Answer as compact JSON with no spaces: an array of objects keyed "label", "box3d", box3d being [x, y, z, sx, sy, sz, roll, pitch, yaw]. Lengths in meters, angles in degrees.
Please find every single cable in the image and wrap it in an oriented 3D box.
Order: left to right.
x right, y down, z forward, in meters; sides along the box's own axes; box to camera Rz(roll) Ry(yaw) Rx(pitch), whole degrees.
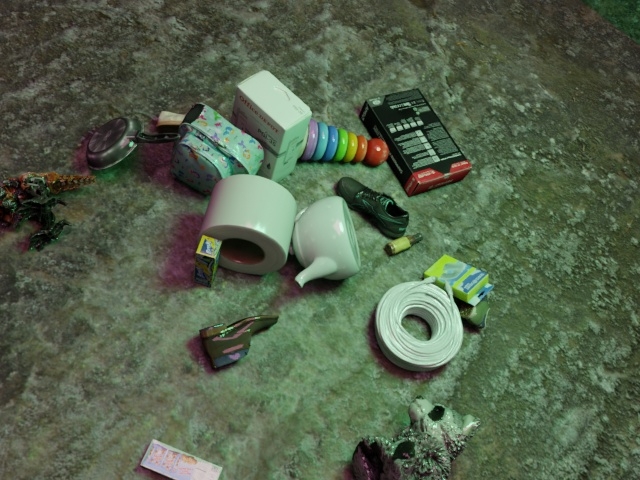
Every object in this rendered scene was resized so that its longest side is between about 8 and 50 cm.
[{"label":"cable","box3d":[0.273,0.239,1.722,0.256,0.089,0.257,-7,64,-16]}]

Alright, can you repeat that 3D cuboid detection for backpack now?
[{"label":"backpack","box3d":[-0.300,-0.244,1.776,0.253,0.225,0.191,27,59,-10]}]

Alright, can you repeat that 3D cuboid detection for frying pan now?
[{"label":"frying pan","box3d":[-0.553,-0.268,1.720,0.326,0.053,0.197,22,68,41]}]

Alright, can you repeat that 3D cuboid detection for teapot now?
[{"label":"teapot","box3d":[0.000,0.000,1.731,0.186,0.256,0.253,-13,83,10]}]

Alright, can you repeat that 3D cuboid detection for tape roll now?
[{"label":"tape roll","box3d":[-0.196,-0.039,1.667,0.246,0.246,0.169,15,56,-7]}]

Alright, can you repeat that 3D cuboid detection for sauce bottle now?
[{"label":"sauce bottle","box3d":[0.260,0.008,1.888,0.128,0.042,0.042,-20,67,-24]}]

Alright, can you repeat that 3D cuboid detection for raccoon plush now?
[{"label":"raccoon plush","box3d":[0.254,0.612,1.488,0.299,0.216,0.447,-3,89,-33]}]

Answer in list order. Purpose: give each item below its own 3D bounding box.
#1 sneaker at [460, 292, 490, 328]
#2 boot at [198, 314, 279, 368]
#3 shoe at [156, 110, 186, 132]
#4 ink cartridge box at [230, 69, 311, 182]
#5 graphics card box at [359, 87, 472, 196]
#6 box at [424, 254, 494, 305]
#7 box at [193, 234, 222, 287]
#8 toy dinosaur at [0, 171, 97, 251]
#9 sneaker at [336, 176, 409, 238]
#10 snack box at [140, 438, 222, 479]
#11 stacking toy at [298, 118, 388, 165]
[{"label":"sneaker","box3d":[0.470,0.183,1.837,0.086,0.064,0.192,43,41,-18]},{"label":"boot","box3d":[-0.203,0.259,1.603,0.219,0.082,0.106,-10,85,-26]},{"label":"shoe","box3d":[-0.397,-0.364,1.906,0.218,0.077,0.058,5,64,-11]},{"label":"ink cartridge box","box3d":[-0.162,-0.328,1.827,0.207,0.283,0.117,43,58,12]},{"label":"graphics card box","box3d":[0.318,-0.340,2.085,0.232,0.094,0.371,-19,67,-24]},{"label":"box","box3d":[0.410,0.116,1.817,0.178,0.043,0.109,27,51,38]},{"label":"box","box3d":[-0.300,0.057,1.624,0.054,0.169,0.059,17,57,-5]},{"label":"toy dinosaur","box3d":[-0.766,-0.117,1.619,0.321,0.164,0.218,-36,56,-8]},{"label":"sneaker","box3d":[0.170,-0.124,1.906,0.267,0.106,0.101,38,58,10]},{"label":"snack box","box3d":[-0.322,0.526,1.422,0.178,0.022,0.064,23,57,-1]},{"label":"stacking toy","box3d":[0.065,-0.303,1.983,0.330,0.141,0.141,9,57,-18]}]
